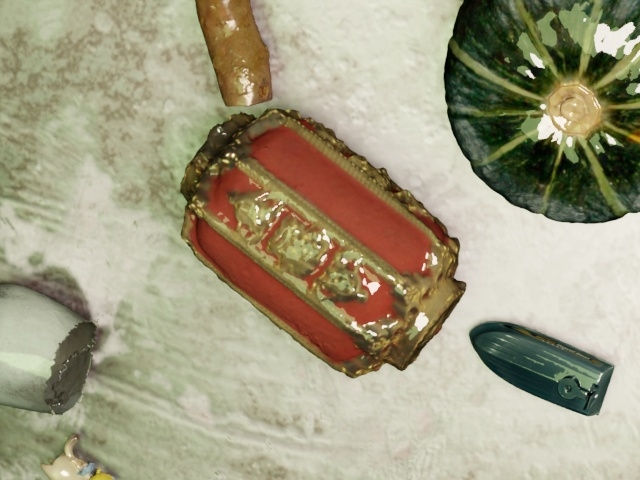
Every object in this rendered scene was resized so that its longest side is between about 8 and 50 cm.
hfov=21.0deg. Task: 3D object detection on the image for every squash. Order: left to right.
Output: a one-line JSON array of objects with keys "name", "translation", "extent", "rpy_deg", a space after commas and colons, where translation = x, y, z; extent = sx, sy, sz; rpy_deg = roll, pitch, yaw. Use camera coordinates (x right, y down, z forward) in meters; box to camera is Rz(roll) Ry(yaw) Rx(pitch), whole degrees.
[{"name": "squash", "translation": [0.229, -0.137, 1.462], "extent": [0.252, 0.165, 0.252], "rpy_deg": [6, 115, 14]}]

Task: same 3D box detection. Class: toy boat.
[{"name": "toy boat", "translation": [0.199, 0.113, 1.598], "extent": [0.141, 0.060, 0.055], "rpy_deg": [23, 111, 21]}]

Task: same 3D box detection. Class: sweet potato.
[{"name": "sweet potato", "translation": [-0.091, -0.266, 1.606], "extent": [0.067, 0.059, 0.281], "rpy_deg": [2, 103, 42]}]

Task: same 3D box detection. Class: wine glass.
[{"name": "wine glass", "translation": [-0.353, 0.094, 1.761], "extent": [0.241, 0.126, 0.126], "rpy_deg": [19, 109, 18]}]

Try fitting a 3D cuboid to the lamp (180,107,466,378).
[{"name": "lamp", "translation": [0.000, 0.000, 1.579], "extent": [0.274, 0.177, 0.177], "rpy_deg": [40, 113, 7]}]

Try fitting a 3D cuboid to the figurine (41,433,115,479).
[{"name": "figurine", "translation": [-0.249, 0.248, 1.808], "extent": [0.050, 0.047, 0.083], "rpy_deg": [-40, 92, 14]}]
